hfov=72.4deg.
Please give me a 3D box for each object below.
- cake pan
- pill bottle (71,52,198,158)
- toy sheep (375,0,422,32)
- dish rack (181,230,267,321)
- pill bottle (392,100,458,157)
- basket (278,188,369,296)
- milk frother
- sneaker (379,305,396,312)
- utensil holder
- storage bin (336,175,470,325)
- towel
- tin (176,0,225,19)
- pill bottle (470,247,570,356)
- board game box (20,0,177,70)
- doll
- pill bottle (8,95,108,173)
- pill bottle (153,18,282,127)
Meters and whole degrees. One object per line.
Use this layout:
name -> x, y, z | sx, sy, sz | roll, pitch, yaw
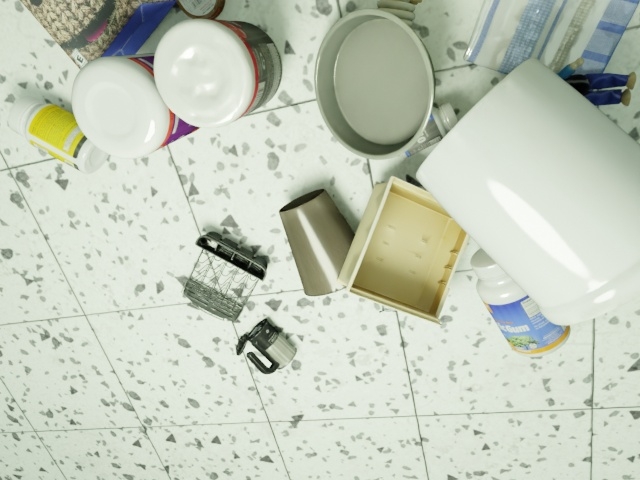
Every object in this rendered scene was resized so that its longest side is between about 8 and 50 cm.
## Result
cake pan -> 0.112, -0.315, 0.902 | 0.293, 0.054, 0.293 | 25, 130, 34
pill bottle -> -0.341, -0.294, 0.914 | 0.181, 0.323, 0.182 | 4, 116, 9
toy sheep -> 0.151, -0.452, 0.883 | 0.091, 0.091, 0.132 | 10, 111, 5
dish rack -> -0.282, 0.118, 1.239 | 0.208, 0.074, 0.272 | 30, 117, -4
pill bottle -> 0.232, -0.247, 0.968 | 0.137, 0.078, 0.078 | -25, 108, 20
basket -> 0.000, 0.000, 1.093 | 0.204, 0.154, 0.227 | -21, 106, 21
milk frother -> -0.170, 0.326, 1.316 | 0.135, 0.129, 0.143 | 48, 157, -12
sneaker -> 0.172, 0.169, 1.199 | 0.098, 0.038, 0.069 | 27, 116, -3
utensil holder -> 0.424, -0.095, 0.822 | 0.385, 0.327, 0.327 | 48, 115, 9
storage bin -> 0.206, 0.027, 1.001 | 0.260, 0.123, 0.262 | 21, 89, -13
towel -> 0.453, -0.426, 0.869 | 0.285, 0.034, 0.209 | 18, 118, 2
tin -> -0.283, -0.568, 0.936 | 0.106, 0.040, 0.190 | -30, 106, 17
pill bottle -> 0.477, 0.136, 1.064 | 0.152, 0.152, 0.272 | -30, 106, 22
board game box -> -0.491, -0.545, 0.906 | 0.232, 0.141, 0.291 | -30, 107, 32
doll -> 0.516, -0.306, 0.882 | 0.189, 0.046, 0.129 | 3, 142, 22
pill bottle -> -0.652, -0.267, 1.099 | 0.208, 0.119, 0.119 | 29, 117, -4
pill bottle -> -0.175, -0.338, 0.865 | 0.176, 0.318, 0.176 | 4, 116, 8
